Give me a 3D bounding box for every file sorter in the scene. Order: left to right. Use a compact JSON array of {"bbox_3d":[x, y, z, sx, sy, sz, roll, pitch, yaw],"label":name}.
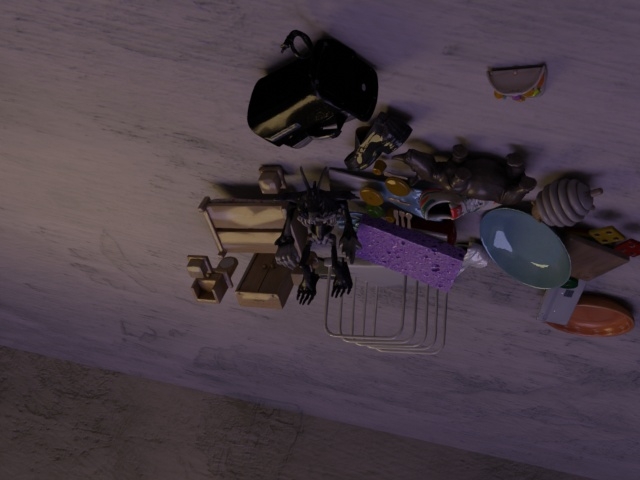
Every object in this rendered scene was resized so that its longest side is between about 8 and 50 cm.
[{"bbox_3d":[0.147,0.145,1.949,0.193,0.173,0.278,-1,167,27],"label":"file sorter"}]

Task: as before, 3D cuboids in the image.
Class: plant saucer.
[{"bbox_3d":[0.391,0.007,1.687,0.195,0.037,0.195,33,149,23],"label":"plant saucer"},{"bbox_3d":[0.602,0.167,2.021,0.200,0.037,0.200,10,157,4],"label":"plant saucer"}]

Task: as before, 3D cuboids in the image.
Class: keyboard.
[{"bbox_3d":[0.515,0.108,1.900,0.072,0.014,0.256,6,146,4],"label":"keyboard"}]

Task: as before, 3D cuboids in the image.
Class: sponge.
[{"bbox_3d":[0.166,0.024,1.735,0.210,0.031,0.117,21,146,5],"label":"sponge"}]

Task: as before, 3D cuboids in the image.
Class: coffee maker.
[{"bbox_3d":[-0.029,-0.227,1.348,0.178,0.120,0.171,-18,119,48],"label":"coffee maker"}]

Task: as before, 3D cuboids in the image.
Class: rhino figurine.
[{"bbox_3d":[0.236,-0.112,1.506,0.243,0.073,0.106,11,165,9],"label":"rhino figurine"}]

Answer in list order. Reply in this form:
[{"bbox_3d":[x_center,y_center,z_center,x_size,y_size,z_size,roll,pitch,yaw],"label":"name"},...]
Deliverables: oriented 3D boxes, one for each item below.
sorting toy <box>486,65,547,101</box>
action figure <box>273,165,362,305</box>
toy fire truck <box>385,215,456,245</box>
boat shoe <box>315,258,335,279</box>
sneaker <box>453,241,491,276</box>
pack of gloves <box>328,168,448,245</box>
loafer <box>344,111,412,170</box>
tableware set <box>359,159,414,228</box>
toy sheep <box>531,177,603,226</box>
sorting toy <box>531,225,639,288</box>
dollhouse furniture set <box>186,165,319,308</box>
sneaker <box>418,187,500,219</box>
[{"bbox_3d":[0.288,-0.217,1.291,0.083,0.044,0.075,0,174,27],"label":"sorting toy"},{"bbox_3d":[0.000,0.000,1.690,0.164,0.141,0.275,-5,130,5],"label":"action figure"},{"bbox_3d":[0.186,0.000,1.824,0.192,0.047,0.135,3,156,20],"label":"toy fire truck"},{"bbox_3d":[0.000,0.067,2.079,0.137,0.049,0.043,7,159,0],"label":"boat shoe"},{"bbox_3d":[0.287,0.036,1.865,0.061,0.053,0.152,33,145,-22],"label":"sneaker"},{"bbox_3d":[0.136,-0.059,1.711,0.232,0.046,0.195,14,146,15],"label":"pack of gloves"},{"bbox_3d":[0.083,-0.166,1.491,0.061,0.062,0.170,42,146,-12],"label":"loafer"},{"bbox_3d":[0.120,-0.085,1.625,0.104,0.024,0.154,16,147,21],"label":"tableware set"},{"bbox_3d":[0.416,-0.065,1.518,0.132,0.091,0.091,-27,138,36],"label":"toy sheep"},{"bbox_3d":[0.498,0.017,1.707,0.132,0.046,0.274,19,155,-14],"label":"sorting toy"},{"bbox_3d":[-0.156,-0.044,1.888,0.303,0.174,0.355,2,131,21],"label":"dollhouse furniture set"},{"bbox_3d":[0.252,-0.062,1.568,0.161,0.075,0.057,-6,119,10],"label":"sneaker"}]
